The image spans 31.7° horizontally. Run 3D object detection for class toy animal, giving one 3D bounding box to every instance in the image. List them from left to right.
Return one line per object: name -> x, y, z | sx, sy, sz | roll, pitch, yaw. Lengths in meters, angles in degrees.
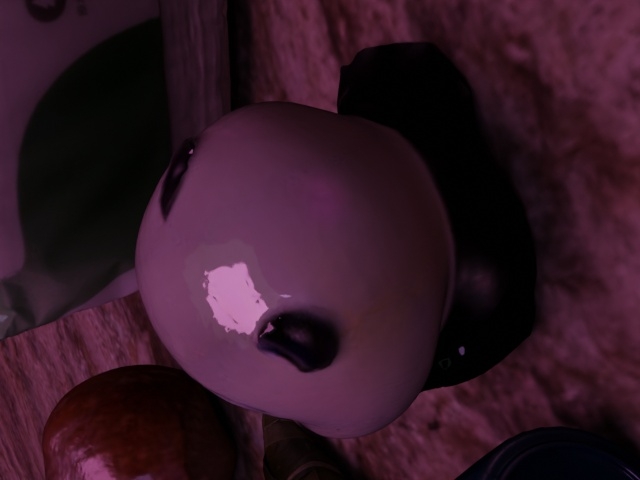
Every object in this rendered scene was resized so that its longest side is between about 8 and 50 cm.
toy animal -> 0.000, 0.000, 0.489 | 0.166, 0.179, 0.138 | 47, 129, 22

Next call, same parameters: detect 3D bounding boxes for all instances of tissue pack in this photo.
tissue pack -> -0.185, -0.159, 0.662 | 0.266, 0.194, 0.356 | 37, 136, 45

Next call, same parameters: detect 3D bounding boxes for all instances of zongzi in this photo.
zongzi -> -0.010, 0.177, 0.725 | 0.119, 0.055, 0.109 | -130, 32, -51

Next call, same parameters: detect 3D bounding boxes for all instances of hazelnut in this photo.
hazelnut -> -0.135, 0.170, 0.838 | 0.143, 0.143, 0.154 | 18, 123, 54

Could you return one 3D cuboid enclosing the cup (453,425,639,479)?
cup -> 0.100, 0.160, 0.500 | 0.138, 0.150, 0.113 | 122, 156, -52
